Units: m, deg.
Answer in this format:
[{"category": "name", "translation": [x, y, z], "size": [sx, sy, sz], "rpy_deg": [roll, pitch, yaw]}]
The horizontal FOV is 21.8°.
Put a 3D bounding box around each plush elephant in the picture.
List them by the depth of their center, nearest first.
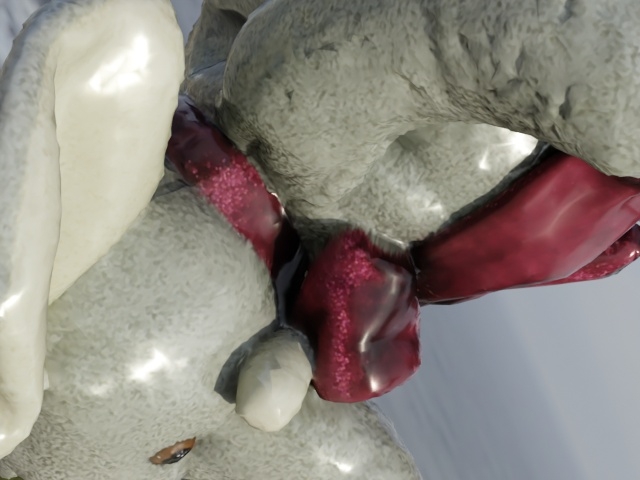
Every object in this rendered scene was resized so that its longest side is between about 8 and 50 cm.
[{"category": "plush elephant", "translation": [0.000, 0.000, 0.510], "size": [0.330, 0.255, 0.272], "rpy_deg": [35, -2, 0]}]
